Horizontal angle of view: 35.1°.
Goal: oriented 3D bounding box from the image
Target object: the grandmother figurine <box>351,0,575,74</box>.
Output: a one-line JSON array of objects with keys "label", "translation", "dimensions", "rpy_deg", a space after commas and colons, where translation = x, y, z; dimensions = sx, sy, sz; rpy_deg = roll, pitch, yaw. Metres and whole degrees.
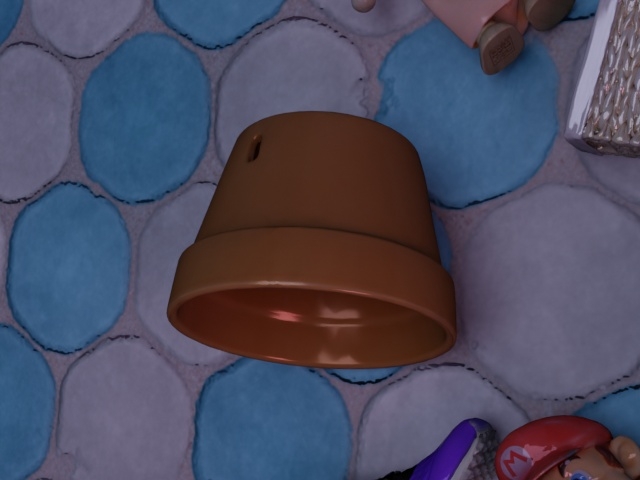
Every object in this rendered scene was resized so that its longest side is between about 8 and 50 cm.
[{"label": "grandmother figurine", "translation": [0.109, -0.332, 1.108], "dimensions": [0.208, 0.104, 0.342], "rpy_deg": [-36, 66, 0]}]

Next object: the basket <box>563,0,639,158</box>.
[{"label": "basket", "translation": [0.313, -0.160, 0.972], "dimensions": [0.103, 0.113, 0.167], "rpy_deg": [17, 94, 24]}]

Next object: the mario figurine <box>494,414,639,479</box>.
[{"label": "mario figurine", "translation": [0.286, 0.292, 0.908], "dimensions": [0.320, 0.170, 0.198], "rpy_deg": [41, 70, 17]}]

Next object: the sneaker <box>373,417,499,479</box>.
[{"label": "sneaker", "translation": [0.066, 0.291, 1.068], "dimensions": [0.146, 0.102, 0.293], "rpy_deg": [36, 102, 27]}]

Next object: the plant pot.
[{"label": "plant pot", "translation": [0.000, 0.000, 1.046], "dimensions": [0.291, 0.291, 0.203], "rpy_deg": [-5, 67, 28]}]
